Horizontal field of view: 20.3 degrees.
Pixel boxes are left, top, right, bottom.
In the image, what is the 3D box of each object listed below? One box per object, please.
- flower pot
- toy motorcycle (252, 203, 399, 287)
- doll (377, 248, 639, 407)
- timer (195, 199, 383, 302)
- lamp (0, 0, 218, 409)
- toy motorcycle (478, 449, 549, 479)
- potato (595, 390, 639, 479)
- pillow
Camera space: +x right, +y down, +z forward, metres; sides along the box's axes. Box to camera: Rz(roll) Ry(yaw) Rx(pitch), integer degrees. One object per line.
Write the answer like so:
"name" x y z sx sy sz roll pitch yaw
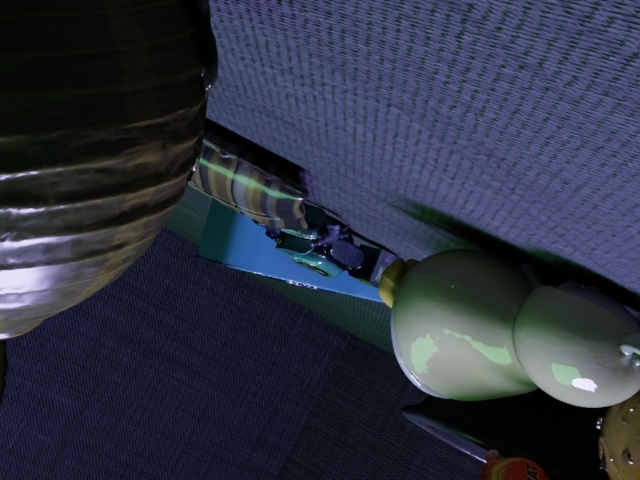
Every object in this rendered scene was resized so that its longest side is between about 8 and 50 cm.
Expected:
"flower pot" 0.203 0.138 1.554 0.235 0.148 0.235 25 173 3
"toy motorcycle" 0.000 0.000 1.834 0.100 0.058 0.173 15 170 39
"doll" 0.156 0.067 1.370 0.296 0.117 0.141 -1 139 52
"timer" -0.006 0.015 2.105 0.250 0.091 0.232 17 178 -15
"lamp" -0.175 -0.048 0.916 0.250 0.284 0.250 -2 -168 0
"toy motorcycle" 0.220 0.255 1.427 0.298 0.089 0.171 25 158 -16
"potato" 0.286 0.148 1.338 0.137 0.137 0.176 31 159 -32
"pillow" -0.105 -0.072 1.656 0.212 0.052 0.208 27 172 4
